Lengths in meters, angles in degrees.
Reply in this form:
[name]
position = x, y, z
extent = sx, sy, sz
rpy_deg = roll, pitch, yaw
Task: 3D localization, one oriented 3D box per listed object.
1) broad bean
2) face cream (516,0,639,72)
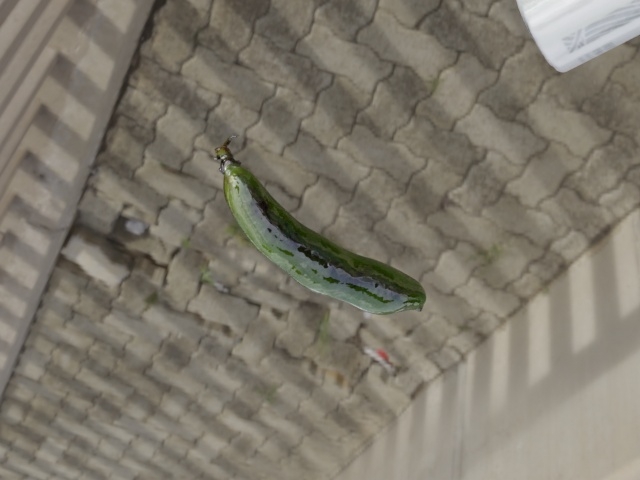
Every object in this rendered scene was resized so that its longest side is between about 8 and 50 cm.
[broad bean]
position = -0.003, 0.004, 0.763
extent = 0.227, 0.069, 0.039
rpy_deg = 40, 158, -18
[face cream]
position = 0.337, -0.261, 0.770
extent = 0.346, 0.102, 0.102
rpy_deg = -25, 125, 30
